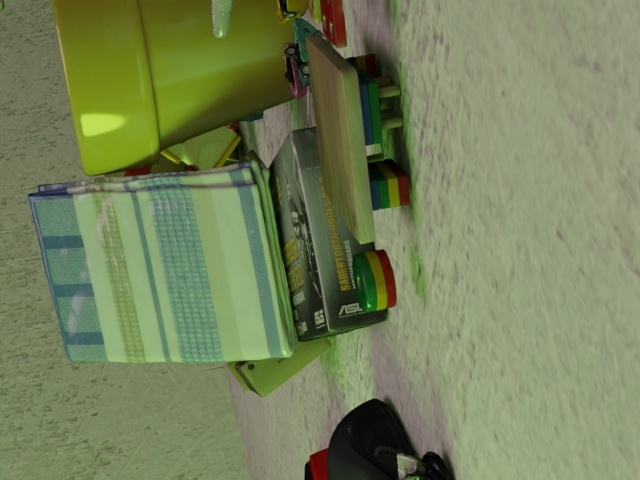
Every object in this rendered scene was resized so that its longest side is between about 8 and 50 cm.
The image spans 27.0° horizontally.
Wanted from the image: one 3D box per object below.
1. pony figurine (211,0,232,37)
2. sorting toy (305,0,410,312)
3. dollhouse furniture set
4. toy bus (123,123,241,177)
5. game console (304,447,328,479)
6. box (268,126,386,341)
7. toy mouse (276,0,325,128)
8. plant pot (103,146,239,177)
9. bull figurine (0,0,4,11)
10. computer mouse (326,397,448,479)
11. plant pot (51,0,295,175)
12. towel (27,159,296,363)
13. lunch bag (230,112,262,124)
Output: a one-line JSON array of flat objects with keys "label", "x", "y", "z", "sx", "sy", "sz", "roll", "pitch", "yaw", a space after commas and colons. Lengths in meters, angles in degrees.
[{"label": "pony figurine", "x": -0.055, "y": -0.296, "z": 0.746, "sx": 0.363, "sy": 0.302, "sz": 0.351, "roll": 7, "pitch": 117, "yaw": 65}, {"label": "sorting toy", "x": 0.029, "y": -0.092, "z": 1.019, "sx": 0.132, "sy": 0.046, "sz": 0.275, "roll": -122, "pitch": 23, "yaw": -67}, {"label": "dollhouse furniture set", "x": -0.107, "y": 0.052, "z": 1.536, "sx": 0.242, "sy": 0.212, "sz": 0.161, "roll": 54, "pitch": 171, "yaw": -2}, {"label": "toy bus", "x": -0.193, "y": -0.163, "z": 1.854, "sx": 0.104, "sy": 0.190, "sz": 0.202, "roll": -122, "pitch": 23, "yaw": -71}, {"label": "game console", "x": 0.046, "y": 0.448, "z": 1.560, "sx": 0.342, "sy": 0.060, "sz": 0.387, "roll": 91, "pitch": 167, "yaw": -72}, {"label": "box", "x": 0.000, "y": 0.000, "z": 1.274, "sx": 0.231, "sy": 0.056, "sz": 0.183, "roll": 144, "pitch": 115, "yaw": -80}, {"label": "toy mouse", "x": -0.013, "y": -0.172, "z": 1.233, "sx": 0.161, "sy": 0.031, "sz": 0.143, "roll": 109, "pitch": 149, "yaw": -73}, {"label": "plant pot", "x": -0.221, "y": -0.085, "z": 2.008, "sx": 0.276, "sy": 0.276, "sz": 0.254, "roll": 95, "pitch": 173, "yaw": -60}, {"label": "bull figurine", "x": -0.291, "y": -0.351, "z": 1.489, "sx": 0.188, "sy": 0.310, "sz": 0.101, "roll": -40, "pitch": 73, "yaw": 48}, {"label": "computer mouse", "x": 0.053, "y": 0.228, "z": 1.163, "sx": 0.272, "sy": 0.072, "sz": 0.189, "roll": -126, "pitch": 26, "yaw": -70}, {"label": "plant pot", "x": -0.154, "y": -0.211, "z": 1.401, "sx": 0.254, "sy": 0.239, "sz": 0.254, "roll": 169, "pitch": 90, "yaw": -81}, {"label": "towel", "x": -0.165, "y": 0.028, "z": 1.389, "sx": 0.034, "sy": 0.285, "sz": 0.209, "roll": -35, "pitch": -62, "yaw": -61}, {"label": "lunch bag", "x": -0.118, "y": -0.186, "z": 1.753, "sx": 0.098, "sy": 0.065, "sz": 0.067, "roll": -161, "pitch": 60, "yaw": -79}]
